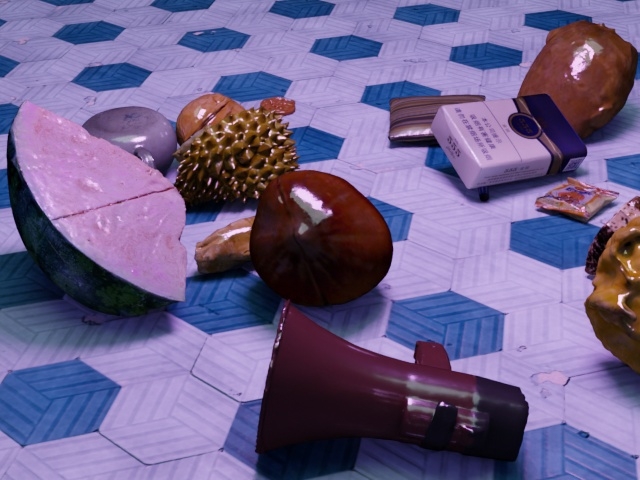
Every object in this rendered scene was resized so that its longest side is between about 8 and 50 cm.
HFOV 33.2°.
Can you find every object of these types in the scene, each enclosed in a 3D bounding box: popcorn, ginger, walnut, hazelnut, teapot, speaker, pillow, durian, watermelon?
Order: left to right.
[{"bbox_3d":[-0.384,-0.012,1.707,0.319,0.222,0.292,23,46,-21],"label":"watermelon"},{"bbox_3d":[-0.370,-0.173,2.058,0.193,0.129,0.294,-17,35,-21],"label":"teapot"},{"bbox_3d":[-0.212,-0.215,2.114,0.144,0.144,0.180,10,23,19],"label":"walnut"},{"bbox_3d":[-0.159,-0.148,1.987,0.306,0.172,0.166,-31,16,-28],"label":"durian"},{"bbox_3d":[-0.116,-0.004,1.794,0.205,0.081,0.115,-3,61,-19],"label":"ginger"},{"bbox_3d":[0.000,0.000,1.651,0.229,0.229,0.229,-1,30,1],"label":"hazelnut"},{"bbox_3d":[0.084,0.208,1.405,0.329,0.198,0.259,12,-10,-5],"label":"speaker"},{"bbox_3d":[0.246,-0.257,2.242,0.208,0.052,0.212,-1,28,6],"label":"pillow"},{"bbox_3d":[0.530,-0.330,2.197,0.200,0.223,0.269,23,36,30],"label":"ginger"},{"bbox_3d":[0.481,0.080,1.474,0.250,0.250,0.190,20,1,33],"label":"popcorn"}]

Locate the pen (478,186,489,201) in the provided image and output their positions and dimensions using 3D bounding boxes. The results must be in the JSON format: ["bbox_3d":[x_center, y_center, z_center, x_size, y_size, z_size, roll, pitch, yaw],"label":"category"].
[{"bbox_3d":[0.307,-0.129,2.046,0.025,0.025,0.204,1,31,4],"label":"pen"}]

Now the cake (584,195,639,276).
[{"bbox_3d":[0.536,0.062,1.687,0.112,0.135,0.246,-35,73,-31],"label":"cake"}]

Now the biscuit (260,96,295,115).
[{"bbox_3d":[-0.090,-0.298,2.368,0.078,0.015,0.091,-20,35,-28],"label":"biscuit"}]

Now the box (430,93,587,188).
[{"bbox_3d":[0.357,-0.191,2.026,0.259,0.071,0.168,-12,56,-26],"label":"box"}]

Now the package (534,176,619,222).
[{"bbox_3d":[0.462,-0.075,1.935,0.108,0.031,0.121,23,37,35],"label":"package"}]
